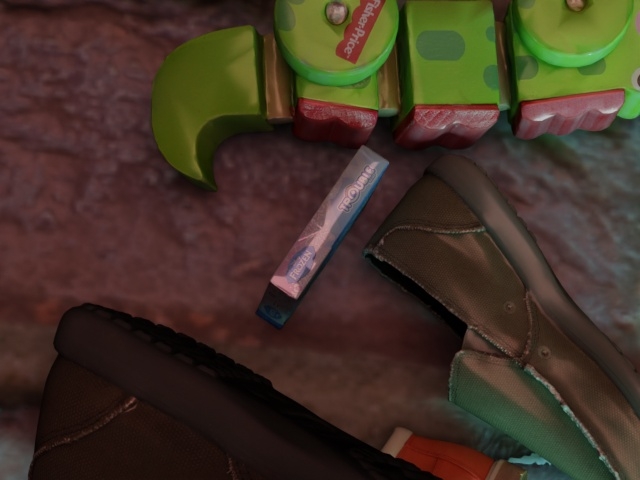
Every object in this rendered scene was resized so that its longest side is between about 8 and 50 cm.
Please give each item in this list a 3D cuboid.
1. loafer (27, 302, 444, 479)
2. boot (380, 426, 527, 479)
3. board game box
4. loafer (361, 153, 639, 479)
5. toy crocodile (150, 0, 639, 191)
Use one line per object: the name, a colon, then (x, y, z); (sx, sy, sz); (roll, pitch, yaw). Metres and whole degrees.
loafer: (-0.001, 0.162, 0.929); (0.366, 0.134, 0.130); (29, 93, 30)
boot: (0.040, 0.177, 0.997); (0.084, 0.059, 0.158); (24, 75, 14)
board game box: (0.000, 0.000, 1.012); (0.020, 0.090, 0.090); (34, 76, 3)
loafer: (0.110, 0.073, 1.013); (0.087, 0.094, 0.251); (-33, 72, -7)
toy crocodile: (0.076, -0.094, 1.033); (0.340, 0.115, 0.105); (-4, 80, -5)
